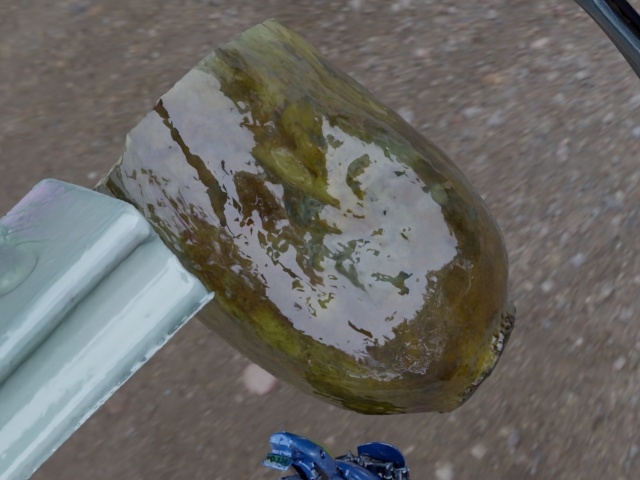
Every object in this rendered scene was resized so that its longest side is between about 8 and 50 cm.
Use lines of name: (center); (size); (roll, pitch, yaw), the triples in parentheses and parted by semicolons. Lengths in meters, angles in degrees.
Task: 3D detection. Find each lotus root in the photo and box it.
lotus root: (0.000, 0.000, 1.479); (0.346, 0.250, 0.250); (39, 107, 0)

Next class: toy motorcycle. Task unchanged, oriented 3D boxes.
toy motorcycle: (0.015, 0.229, 1.551); (0.092, 0.254, 0.136); (11, 78, 30)

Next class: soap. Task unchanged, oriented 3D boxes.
soap: (-0.204, 0.082, 1.064); (0.261, 0.150, 0.094); (-45, 113, -16)

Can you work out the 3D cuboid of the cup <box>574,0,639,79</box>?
cup: (0.347, -0.266, 1.395); (0.308, 0.242, 0.292); (-32, 121, 21)
